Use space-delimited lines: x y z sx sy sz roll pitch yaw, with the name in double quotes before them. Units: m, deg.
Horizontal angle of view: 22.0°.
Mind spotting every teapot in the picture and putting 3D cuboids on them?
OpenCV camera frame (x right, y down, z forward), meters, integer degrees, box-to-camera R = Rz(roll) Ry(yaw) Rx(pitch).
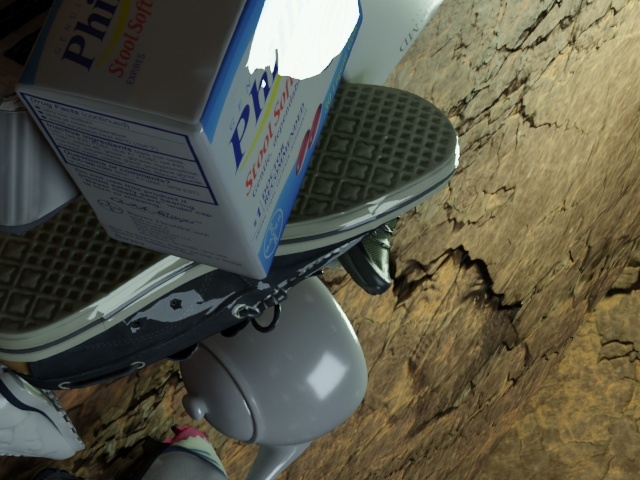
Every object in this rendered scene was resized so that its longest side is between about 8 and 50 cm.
"teapot" -0.083 0.139 1.899 0.187 0.256 0.252 -32 161 -25

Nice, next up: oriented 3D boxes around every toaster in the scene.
"toaster" -0.227 -0.123 1.357 0.227 0.129 0.146 -41 151 -40

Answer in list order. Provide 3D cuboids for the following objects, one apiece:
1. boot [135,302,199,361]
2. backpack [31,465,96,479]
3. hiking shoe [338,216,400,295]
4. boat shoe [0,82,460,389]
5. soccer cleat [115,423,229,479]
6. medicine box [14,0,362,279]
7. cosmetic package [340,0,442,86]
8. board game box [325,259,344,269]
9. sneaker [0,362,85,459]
"boot" -0.189 0.055 1.705 0.082 0.106 0.219 -53 158 -11
"backpack" -0.301 0.327 1.826 0.158 0.117 0.173 -52 158 -11
"hiking shoe" 0.069 -0.050 1.954 0.086 0.114 0.227 20 58 -63
"boat shoe" -0.098 -0.003 1.578 0.500 0.187 0.156 -26 147 -12
"soccer cleat" -0.159 0.305 1.972 0.116 0.143 0.331 -52 176 -1
"medicine box" -0.087 -0.151 1.283 0.289 0.149 0.264 73 35 -67
"cosmetic package" 0.005 -0.310 1.551 0.217 0.156 0.385 -55 157 -9
"board game box" 0.000 0.000 2.033 0.026 0.103 0.154 -60 158 9
"sneaker" -0.315 0.180 1.669 0.095 0.090 0.235 -40 153 -5
